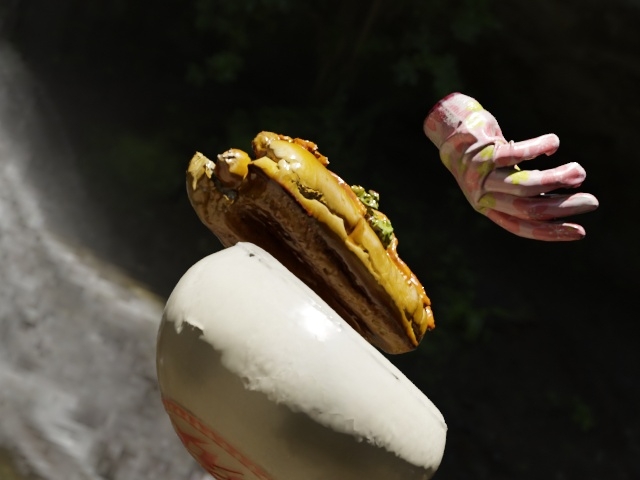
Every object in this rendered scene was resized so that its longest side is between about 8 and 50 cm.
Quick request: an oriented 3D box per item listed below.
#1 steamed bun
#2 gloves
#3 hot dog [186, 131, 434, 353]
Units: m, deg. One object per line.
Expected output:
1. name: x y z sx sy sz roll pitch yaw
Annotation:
1. steamed bun: -0.028 0.118 1.377 0.232 0.145 0.232 42 -4 4
2. gloves: 0.240 -0.080 2.438 0.241 0.126 0.145 52 -30 24
3. hot dog: 0.000 0.000 2.000 0.158 0.117 0.349 -2 -34 35
